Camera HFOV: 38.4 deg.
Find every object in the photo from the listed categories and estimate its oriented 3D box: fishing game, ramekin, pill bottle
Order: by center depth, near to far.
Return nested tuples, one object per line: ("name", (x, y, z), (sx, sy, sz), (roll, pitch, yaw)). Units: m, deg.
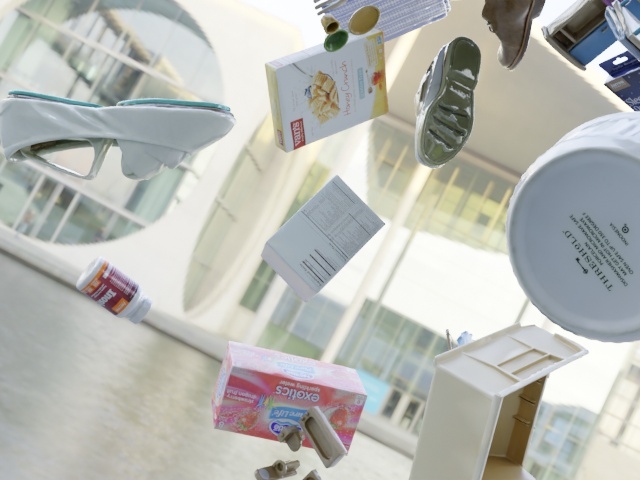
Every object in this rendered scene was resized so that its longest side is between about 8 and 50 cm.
("ramekin", (0.336, -0.008, 1.037), (0.272, 0.273, 0.127), (23, 24, 33))
("pill bottle", (-0.435, 0.109, 1.956), (0.152, 0.086, 0.086), (39, -10, -20))
("fishing game", (0.342, 0.302, 2.102), (0.041, 0.189, 0.264), (-16, -19, 27))

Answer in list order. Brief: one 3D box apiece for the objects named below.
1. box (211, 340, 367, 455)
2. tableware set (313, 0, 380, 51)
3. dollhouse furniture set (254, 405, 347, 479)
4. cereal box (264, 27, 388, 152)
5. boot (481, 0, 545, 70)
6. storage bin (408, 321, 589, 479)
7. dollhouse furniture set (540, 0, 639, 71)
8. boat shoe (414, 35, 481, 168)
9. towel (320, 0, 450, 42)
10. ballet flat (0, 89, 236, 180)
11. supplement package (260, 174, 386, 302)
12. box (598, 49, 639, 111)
("box", (-0.071, 0.338, 1.964), (0.299, 0.154, 0.142), (15, 13, -13))
("tableware set", (0.066, -0.303, 1.183), (0.024, 0.154, 0.104), (58, -5, 30))
("dollhouse furniture set", (-0.050, 0.434, 1.809), (0.123, 0.151, 0.144), (2, 46, -48))
("cereal box", (0.016, -0.283, 1.717), (0.047, 0.240, 0.173), (38, -35, 46))
("boot", (0.382, -0.457, 1.881), (0.115, 0.112, 0.305), (5, -23, 4))
("storage bin", (0.265, 0.282, 1.374), (0.260, 0.262, 0.123), (-13, 30, -44))
("dollhouse furniture set", (0.559, -0.398, 1.843), (0.286, 0.198, 0.303), (30, 37, -28))
("boat shoe", (0.254, -0.276, 1.916), (0.113, 0.302, 0.103), (28, -23, -19))
("towel", (0.143, -0.487, 1.910), (0.336, 0.243, 0.040), (18, 51, -77))
("ballet flat", (-0.322, -0.155, 1.432), (0.400, 0.139, 0.139), (6, -13, 15))
("supplement package", (0.000, 0.000, 1.919), (0.149, 0.203, 0.194), (45, -13, 2))
("box", (0.728, -0.329, 2.040), (0.225, 0.036, 0.136), (38, -16, -11))
